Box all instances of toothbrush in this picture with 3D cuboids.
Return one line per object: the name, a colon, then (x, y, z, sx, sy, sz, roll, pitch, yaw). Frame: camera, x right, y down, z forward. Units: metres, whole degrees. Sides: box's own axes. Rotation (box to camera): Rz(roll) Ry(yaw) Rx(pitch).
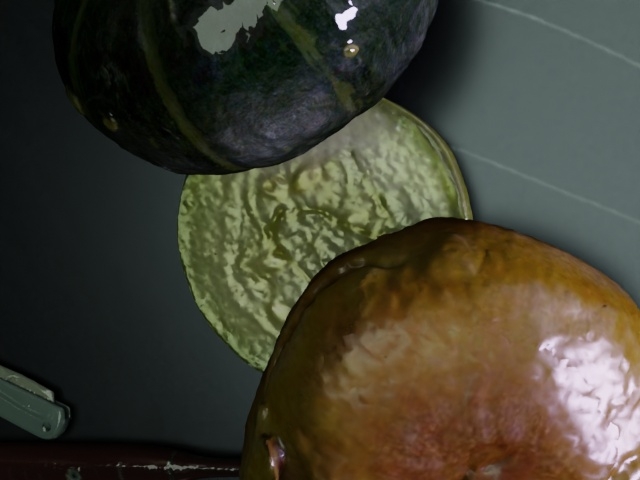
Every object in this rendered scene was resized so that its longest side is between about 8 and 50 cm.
toothbrush: (-0.180, 0.197, 0.963, 0.364, 0.041, 0.041, -1, 91, 15)

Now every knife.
knife: (-0.296, 0.130, 0.999, 0.162, 0.023, 0.044, 26, 99, 12)

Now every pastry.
pastry: (0.100, 0.158, 0.805, 0.356, 0.164, 0.356, 1, 101, 3)

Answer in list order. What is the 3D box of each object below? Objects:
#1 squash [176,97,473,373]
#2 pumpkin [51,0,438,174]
squash: (0.000, 0.000, 0.906, 0.252, 0.049, 0.252, 1, 92, 14)
pumpkin: (-0.056, -0.183, 0.817, 0.300, 0.207, 0.300, -14, 54, 20)
